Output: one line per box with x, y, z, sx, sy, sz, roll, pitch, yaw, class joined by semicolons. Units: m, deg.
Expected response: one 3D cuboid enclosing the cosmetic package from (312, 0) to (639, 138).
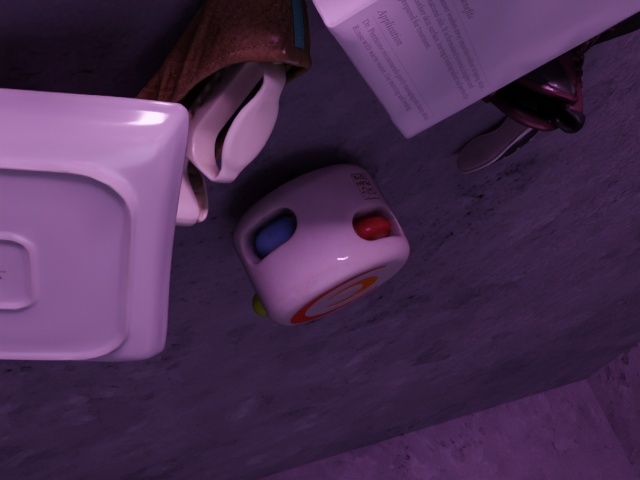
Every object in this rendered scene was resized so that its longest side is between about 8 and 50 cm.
0.176;-0.263;0.676;0.384;0.156;0.217;-29;156;10;cosmetic package

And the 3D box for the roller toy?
0.000;0.000;1.071;0.209;0.146;0.191;-25;166;-11;roller toy

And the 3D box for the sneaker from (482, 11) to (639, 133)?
0.252;-0.181;0.898;0.281;0.163;0.106;-12;154;-23;sneaker

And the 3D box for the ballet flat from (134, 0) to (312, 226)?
-0.116;-0.092;0.801;0.116;0.124;0.342;4;145;-45;ballet flat

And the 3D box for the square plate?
-0.299;0.011;0.760;0.347;0.049;0.344;3;139;-13;square plate

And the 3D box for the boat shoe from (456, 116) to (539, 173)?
0.234;-0.126;1.146;0.125;0.046;0.038;-41;147;17;boat shoe
